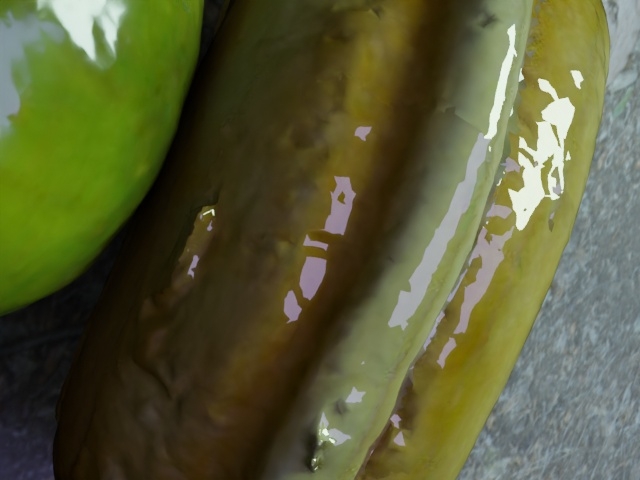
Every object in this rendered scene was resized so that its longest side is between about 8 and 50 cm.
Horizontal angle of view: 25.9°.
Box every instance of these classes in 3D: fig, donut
[{"bbox_3d":[-0.214,-0.091,0.566,0.326,0.258,0.258,10,100,-38],"label":"fig"},{"bbox_3d":[0.000,0.000,0.743,0.198,0.449,0.449,22,92,-8],"label":"donut"}]
